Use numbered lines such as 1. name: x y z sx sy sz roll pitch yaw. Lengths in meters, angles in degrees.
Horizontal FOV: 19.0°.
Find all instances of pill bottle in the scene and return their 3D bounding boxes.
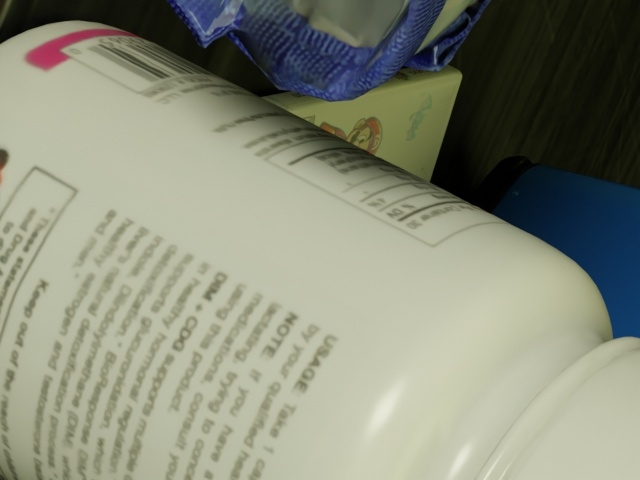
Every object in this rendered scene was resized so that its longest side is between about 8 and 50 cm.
1. pill bottle: -0.006 0.050 0.631 0.160 0.283 0.160 -38 143 -36

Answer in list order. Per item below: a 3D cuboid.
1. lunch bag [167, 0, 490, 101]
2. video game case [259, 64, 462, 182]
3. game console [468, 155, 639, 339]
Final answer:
1. lunch bag: 0.051 -0.270 0.504 0.328 0.239 0.385 -45 140 -30
2. video game case: 0.000 0.000 0.868 0.143 0.019 0.157 -17 129 -52
3. game console: 0.076 0.123 0.923 0.293 0.250 0.173 -52 130 -18
